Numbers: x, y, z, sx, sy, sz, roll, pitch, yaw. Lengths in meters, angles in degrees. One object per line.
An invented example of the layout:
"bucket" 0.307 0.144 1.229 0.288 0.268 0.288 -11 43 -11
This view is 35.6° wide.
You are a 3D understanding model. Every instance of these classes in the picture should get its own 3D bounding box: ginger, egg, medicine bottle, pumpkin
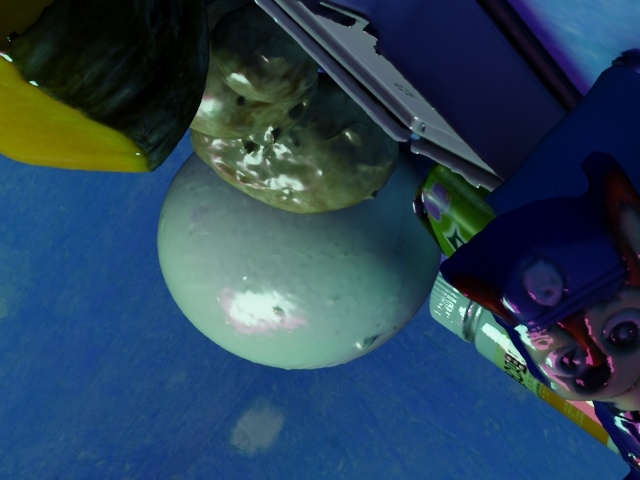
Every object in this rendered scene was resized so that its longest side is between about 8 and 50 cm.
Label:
"ginger" -0.057 -0.145 1.040 0.245 0.155 0.304 16 164 30
"egg" 0.000 0.000 1.298 0.354 0.354 0.340 37 163 -25
"medicine bottle" 0.289 0.112 1.097 0.318 0.158 0.158 36 179 27
"pumpkin" -0.235 -0.212 0.846 0.225 0.256 0.303 62 -171 -62

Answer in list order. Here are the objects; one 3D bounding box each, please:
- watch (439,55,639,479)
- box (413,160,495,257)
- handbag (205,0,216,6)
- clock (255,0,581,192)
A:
"watch" 0.164 0.006 0.486 0.196 0.171 0.200 49 -173 -19
"box" 0.211 0.051 0.805 0.345 0.097 0.134 48 171 44
"handbag" -0.148 -0.262 1.246 0.139 0.072 0.115 18 159 -34
"clock" 0.060 -0.112 0.606 0.193 0.073 0.145 37 180 -42
